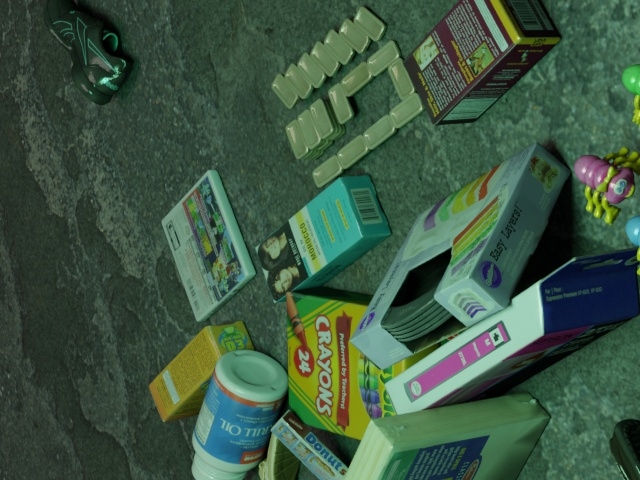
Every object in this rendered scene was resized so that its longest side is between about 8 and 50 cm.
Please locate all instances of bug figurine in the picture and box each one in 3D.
[{"bbox_3d":[0.378,-0.100,1.470,0.216,0.072,0.279,32,96,54],"label":"bug figurine"}]

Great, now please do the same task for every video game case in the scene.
[{"bbox_3d":[-0.193,0.010,2.304,0.183,0.023,0.201,-42,62,46],"label":"video game case"}]

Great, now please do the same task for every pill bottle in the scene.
[{"bbox_3d":[-0.137,0.297,2.196,0.124,0.124,0.221,45,129,38],"label":"pill bottle"}]

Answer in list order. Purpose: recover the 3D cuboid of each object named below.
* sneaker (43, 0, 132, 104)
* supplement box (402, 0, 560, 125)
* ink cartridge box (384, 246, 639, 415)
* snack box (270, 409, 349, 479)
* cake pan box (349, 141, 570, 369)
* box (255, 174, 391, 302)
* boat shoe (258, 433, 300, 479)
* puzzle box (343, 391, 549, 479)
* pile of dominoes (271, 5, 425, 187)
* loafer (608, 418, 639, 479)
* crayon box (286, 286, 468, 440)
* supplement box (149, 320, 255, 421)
[{"bbox_3d":[-0.422,-0.371,2.496,0.106,0.101,0.267,-42,60,21],"label":"sneaker"},{"bbox_3d":[0.202,-0.242,1.732,0.188,0.081,0.104,-45,62,44],"label":"supplement box"},{"bbox_3d":[0.252,0.117,1.647,0.371,0.176,0.069,-43,63,45],"label":"ink cartridge box"},{"bbox_3d":[0.001,0.333,2.041,0.178,0.022,0.064,44,150,5],"label":"snack box"},{"bbox_3d":[0.171,0.025,1.689,0.070,0.267,0.246,41,142,-11],"label":"cake pan box"},{"bbox_3d":[0.000,0.000,2.033,0.244,0.060,0.100,-39,66,46],"label":"box"},{"bbox_3d":[-0.072,0.375,2.175,0.059,0.063,0.170,14,107,43],"label":"boat shoe"},{"bbox_3d":[0.115,0.378,1.782,0.052,0.272,0.409,50,130,38],"label":"puzzle box"},{"bbox_3d":[0.043,-0.211,1.988,0.251,0.040,0.196,-35,67,39],"label":"pile of dominoes"},{"bbox_3d":[0.393,0.314,1.578,0.078,0.080,0.220,-47,60,43],"label":"loafer"},{"bbox_3d":[0.076,0.183,1.950,0.318,0.081,0.202,6,100,50],"label":"crayon box"},{"bbox_3d":[-0.202,0.223,2.303,0.233,0.078,0.080,-48,59,44],"label":"supplement box"}]
